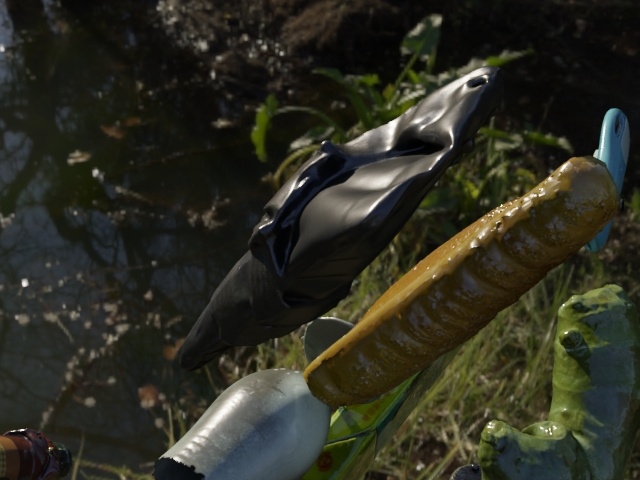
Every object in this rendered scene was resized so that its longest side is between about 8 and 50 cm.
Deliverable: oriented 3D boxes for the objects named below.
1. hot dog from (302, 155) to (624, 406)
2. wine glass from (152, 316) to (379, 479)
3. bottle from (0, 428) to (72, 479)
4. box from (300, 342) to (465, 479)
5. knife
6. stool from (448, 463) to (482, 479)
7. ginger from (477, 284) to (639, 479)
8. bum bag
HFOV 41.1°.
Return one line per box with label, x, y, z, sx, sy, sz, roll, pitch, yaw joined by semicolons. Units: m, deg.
hot dog;0.100;0.041;0.633;0.068;0.289;0.083;51;29;1
wine glass;-0.040;0.155;0.734;0.103;0.103;0.222;28;39;26
bottle;-0.629;0.462;1.774;0.156;0.143;0.271;18;-1;30
box;0.092;0.151;0.935;0.047;0.187;0.335;37;72;16
knife;0.290;-0.065;0.876;0.031;0.064;0.222;-4;35;31
stool;0.241;0.413;1.349;0.096;0.110;0.096;0;39;0
ginger;0.199;0.169;0.703;0.137;0.089;0.290;43;70;-6
bum bag;0.000;0.000;0.455;0.060;0.248;0.123;47;51;6
